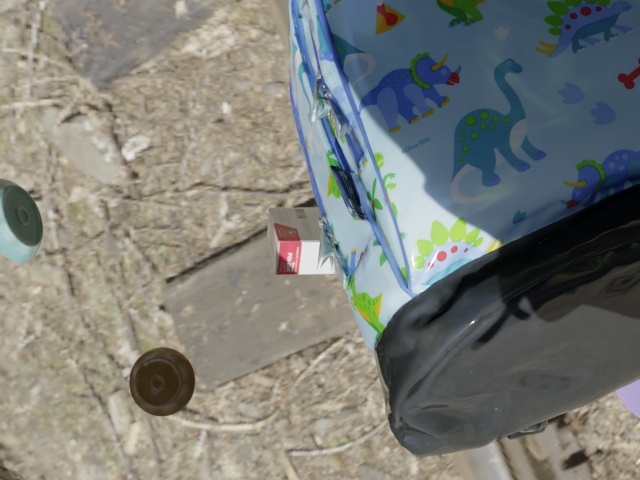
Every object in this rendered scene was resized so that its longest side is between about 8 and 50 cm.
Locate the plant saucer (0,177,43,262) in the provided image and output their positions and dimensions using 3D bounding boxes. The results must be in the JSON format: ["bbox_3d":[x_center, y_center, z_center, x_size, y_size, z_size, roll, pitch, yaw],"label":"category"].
[{"bbox_3d":[-0.401,-0.030,1.453,0.021,0.119,0.119,-18,87,17],"label":"plant saucer"}]

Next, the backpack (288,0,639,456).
[{"bbox_3d":[0.114,-0.087,0.736,0.290,0.273,0.355,-20,46,0],"label":"backpack"}]

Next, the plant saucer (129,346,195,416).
[{"bbox_3d":[-0.192,0.170,1.321,0.083,0.015,0.083,-1,85,9],"label":"plant saucer"}]

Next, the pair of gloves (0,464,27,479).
[{"bbox_3d":[-0.418,0.312,1.361,0.240,0.204,0.042,24,80,53],"label":"pair of gloves"}]

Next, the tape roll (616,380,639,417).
[{"bbox_3d":[0.369,0.090,1.097,0.189,0.080,0.189,-3,119,-5],"label":"tape roll"}]

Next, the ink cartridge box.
[{"bbox_3d":[0.000,0.000,1.508,0.135,0.099,0.056,0,120,-11],"label":"ink cartridge box"}]
